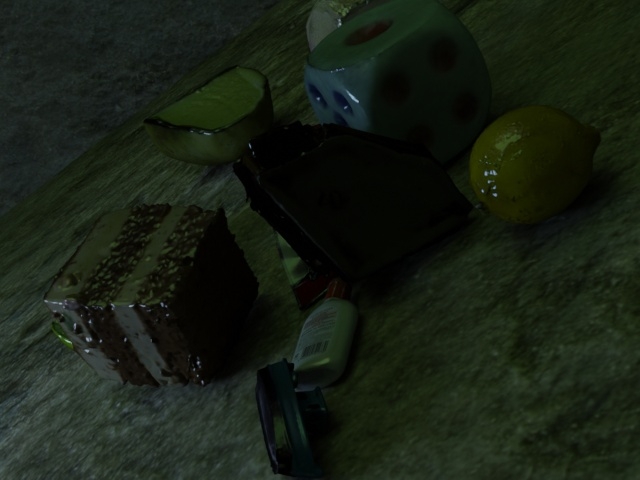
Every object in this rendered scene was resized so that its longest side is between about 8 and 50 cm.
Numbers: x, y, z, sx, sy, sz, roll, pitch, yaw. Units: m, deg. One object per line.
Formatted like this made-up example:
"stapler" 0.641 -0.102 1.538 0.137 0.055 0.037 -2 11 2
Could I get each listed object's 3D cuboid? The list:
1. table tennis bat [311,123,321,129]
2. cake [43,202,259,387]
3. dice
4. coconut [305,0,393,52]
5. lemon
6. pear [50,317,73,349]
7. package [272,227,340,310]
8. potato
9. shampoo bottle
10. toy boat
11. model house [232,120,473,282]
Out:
"table tennis bat" -0.047 -0.196 2.161 0.200 0.038 0.310 -33 24 12
"cake" -0.297 0.095 1.659 0.290 0.256 0.282 5 47 23
"dice" 0.146 -0.289 1.743 0.268 0.263 0.264 -37 29 -13
"coconut" 0.110 -0.490 2.160 0.297 0.297 0.254 -39 35 -2
"lemon" 0.314 -0.115 1.351 0.206 0.173 0.173 -24 27 11
"pear" -0.362 0.167 1.869 0.239 0.139 0.288 20 51 38
"package" 0.000 0.000 1.714 0.194 0.071 0.269 -45 44 11
"potato" -0.248 -0.291 2.460 0.330 0.213 0.280 -37 40 -20
"shampoo bottle" 0.013 0.144 1.465 0.108 0.051 0.221 -27 26 31
"toy boat" -0.033 0.258 1.298 0.097 0.100 0.223 -4 31 -12
"model house" 0.031 -0.106 1.541 0.317 0.297 0.282 -30 23 -10
